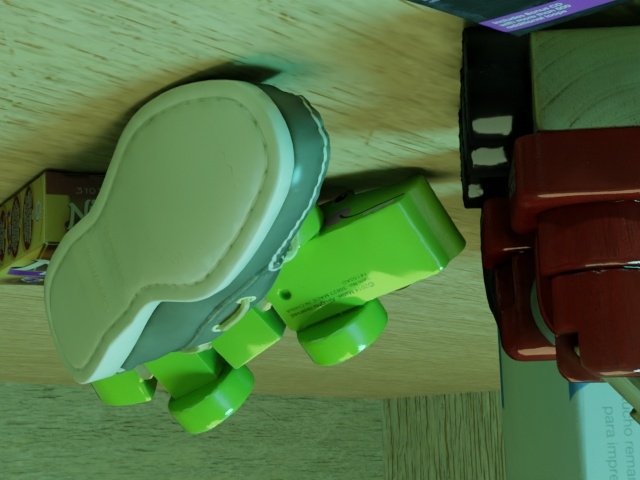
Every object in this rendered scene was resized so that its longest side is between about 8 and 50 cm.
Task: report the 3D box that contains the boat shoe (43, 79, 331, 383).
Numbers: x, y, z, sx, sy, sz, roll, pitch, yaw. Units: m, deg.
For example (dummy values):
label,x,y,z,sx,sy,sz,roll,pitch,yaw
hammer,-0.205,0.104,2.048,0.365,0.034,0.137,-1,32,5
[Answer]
label,x,y,z,sx,sy,sz,roll,pitch,yaw
boat shoe,-0.069,-0.005,0.797,0.091,0.109,0.305,-11,162,-33

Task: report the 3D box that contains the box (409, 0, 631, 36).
label,x,y,z,sx,sy,sz,roll,pitch,yaw
box,0.061,-0.110,0.475,0.162,0.029,0.116,9,166,-43

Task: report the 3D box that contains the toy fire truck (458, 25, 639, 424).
label,x,y,z,sx,sy,sz,roll,pitch,yaw
toy fire truck,0.152,0.033,0.681,0.158,0.246,0.217,-2,170,4

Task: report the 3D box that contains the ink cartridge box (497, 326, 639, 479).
label,x,y,z,sx,sy,sz,roll,pitch,yaw
ink cartridge box,0.345,0.107,1.049,0.395,0.285,0.166,-1,170,-12

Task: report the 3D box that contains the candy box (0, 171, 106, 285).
label,x,y,z,sx,sy,sz,roll,pitch,yaw
candy box,-0.167,-0.003,0.987,0.109,0.053,0.187,3,168,-25

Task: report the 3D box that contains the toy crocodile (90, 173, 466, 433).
label,x,y,z,sx,sy,sz,roll,pitch,yaw
toy crocodile,-0.050,0.042,1.018,0.340,0.115,0.105,-29,-160,29

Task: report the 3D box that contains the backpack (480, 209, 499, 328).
label,x,y,z,sx,sy,sz,roll,pitch,yaw
backpack,0.144,0.003,0.898,0.084,0.114,0.105,-3,170,7

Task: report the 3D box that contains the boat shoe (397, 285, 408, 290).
label,x,y,z,sx,sy,sz,roll,pitch,yaw
boat shoe,0.000,0.000,1.063,0.152,0.056,0.049,6,144,0
